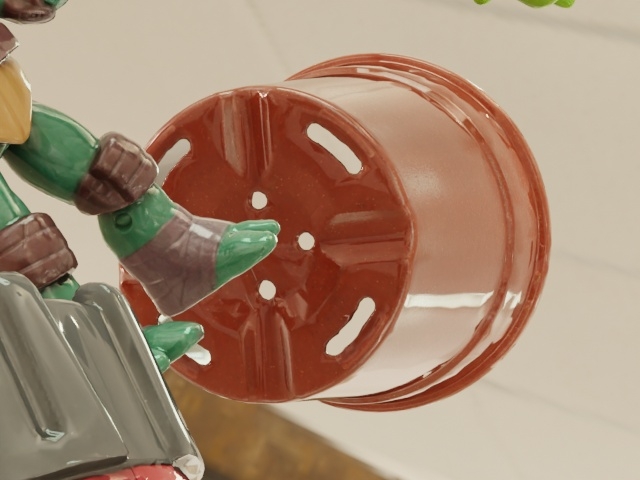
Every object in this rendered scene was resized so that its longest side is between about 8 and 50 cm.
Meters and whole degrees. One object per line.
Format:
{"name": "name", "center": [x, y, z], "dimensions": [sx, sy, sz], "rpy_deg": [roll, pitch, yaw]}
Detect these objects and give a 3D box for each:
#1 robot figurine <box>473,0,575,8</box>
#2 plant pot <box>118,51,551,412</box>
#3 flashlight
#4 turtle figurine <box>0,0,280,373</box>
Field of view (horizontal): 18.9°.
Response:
{"name": "robot figurine", "center": [0.132, -0.199, 1.289], "dimensions": [0.115, 0.067, 0.101], "rpy_deg": [25, -23, -21]}
{"name": "plant pot", "center": [0.000, 0.000, 1.324], "dimensions": [0.272, 0.272, 0.265], "rpy_deg": [20, 8, 16]}
{"name": "flashlight", "center": [-0.026, 0.158, 0.367], "dimensions": [0.103, 0.103, 0.304], "rpy_deg": [102, -35, -70]}
{"name": "turtle figurine", "center": [-0.118, -0.060, 0.638], "dimensions": [0.234, 0.175, 0.118], "rpy_deg": [52, -36, -12]}
